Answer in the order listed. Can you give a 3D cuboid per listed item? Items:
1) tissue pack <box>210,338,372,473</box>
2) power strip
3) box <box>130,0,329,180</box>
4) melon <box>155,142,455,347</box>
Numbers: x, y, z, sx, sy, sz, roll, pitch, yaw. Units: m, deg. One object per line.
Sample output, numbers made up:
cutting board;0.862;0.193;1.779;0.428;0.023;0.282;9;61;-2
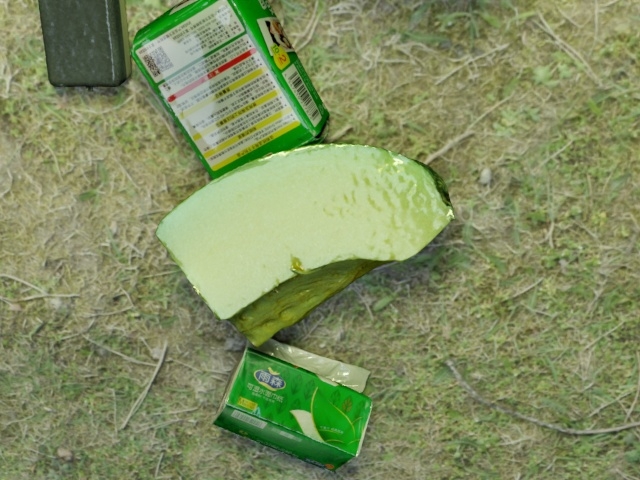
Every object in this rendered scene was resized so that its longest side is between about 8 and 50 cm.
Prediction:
tissue pack;-0.037;0.236;1.480;0.209;0.156;0.148;22;151;-5
power strip;-0.316;-0.322;1.290;0.105;0.070;0.256;3;113;8
box;-0.116;-0.211;1.299;0.180;0.103;0.250;-26;107;17
melon;0.000;0.000;1.299;0.344;0.226;0.331;-32;135;1
